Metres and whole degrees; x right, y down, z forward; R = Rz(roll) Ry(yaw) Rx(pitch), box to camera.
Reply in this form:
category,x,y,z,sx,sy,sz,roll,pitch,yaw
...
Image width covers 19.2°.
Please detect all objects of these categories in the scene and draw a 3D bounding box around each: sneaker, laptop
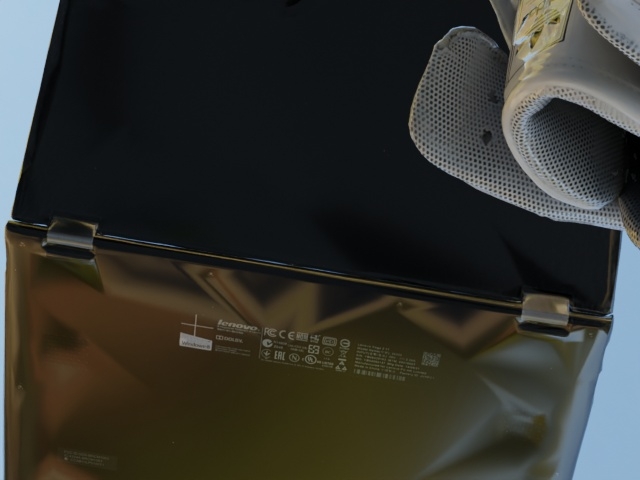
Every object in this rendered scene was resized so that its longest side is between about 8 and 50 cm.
category,x,y,z,sx,sy,sz,roll,pitch,yaw
sneaker,0.100,-0.151,0.745,0.366,0.210,0.137,51,-39,-5
laptop,0.000,0.000,1.286,0.382,0.408,0.236,9,-143,2
